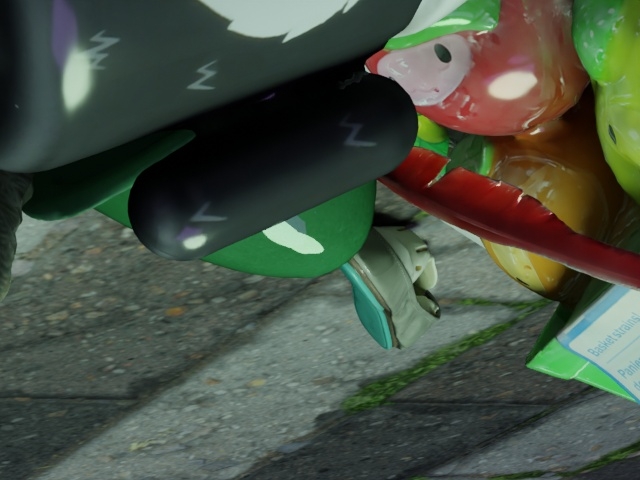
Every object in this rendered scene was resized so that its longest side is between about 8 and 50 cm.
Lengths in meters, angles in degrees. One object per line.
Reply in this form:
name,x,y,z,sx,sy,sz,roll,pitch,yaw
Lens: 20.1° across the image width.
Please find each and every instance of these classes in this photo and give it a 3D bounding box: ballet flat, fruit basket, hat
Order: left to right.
hat,0.000,0.000,0.769,0.173,0.183,0.208,-44,-160,-19
ballet flat,0.050,0.022,1.314,0.068,0.072,0.213,-39,160,-5
fruit basket,0.108,-0.060,0.836,0.353,0.165,0.327,30,152,-3

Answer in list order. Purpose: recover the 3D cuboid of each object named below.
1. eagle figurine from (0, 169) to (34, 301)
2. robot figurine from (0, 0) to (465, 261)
eagle figurine,-0.217,-0.028,0.660,0.225,0.298,0.226,19,170,-13
robot figurine,-0.055,-0.125,0.596,0.278,0.173,0.209,-22,137,-27
